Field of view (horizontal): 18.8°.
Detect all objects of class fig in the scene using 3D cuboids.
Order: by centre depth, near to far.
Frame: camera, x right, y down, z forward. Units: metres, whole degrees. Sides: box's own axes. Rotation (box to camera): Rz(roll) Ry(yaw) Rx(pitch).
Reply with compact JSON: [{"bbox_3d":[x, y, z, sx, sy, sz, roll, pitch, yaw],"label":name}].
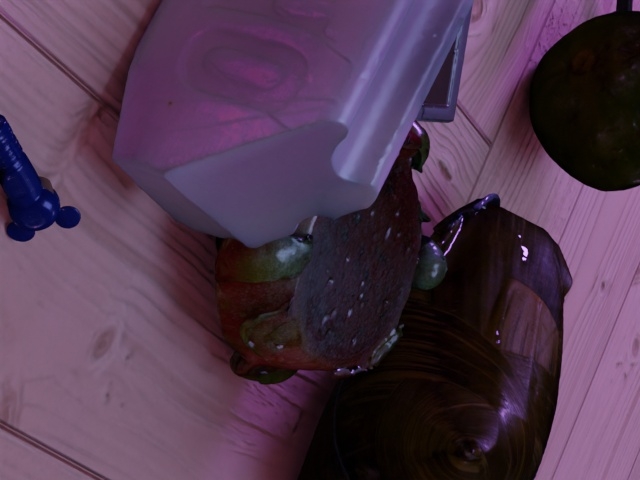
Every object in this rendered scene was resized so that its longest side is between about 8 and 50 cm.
[{"bbox_3d":[0.335,-0.146,2.079,0.245,0.195,0.195,13,93,-55],"label":"fig"}]

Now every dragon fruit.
[{"bbox_3d":[0.000,0.000,1.665,0.295,0.130,0.268,24,84,-59],"label":"dragon fruit"}]

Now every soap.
[{"bbox_3d":[-0.012,-0.169,1.489,0.347,0.208,0.115,-63,146,-15],"label":"soap"}]

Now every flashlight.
[{"bbox_3d":[-0.218,-0.050,1.384,0.035,0.057,0.121,-93,164,-49],"label":"flashlight"}]

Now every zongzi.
[{"bbox_3d":[0.148,0.098,1.763,0.403,0.207,0.432,-63,-179,-24],"label":"zongzi"}]

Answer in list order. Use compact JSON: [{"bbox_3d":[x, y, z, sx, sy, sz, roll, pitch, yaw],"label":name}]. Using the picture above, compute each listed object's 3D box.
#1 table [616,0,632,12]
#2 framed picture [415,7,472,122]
[{"bbox_3d":[0.485,-0.361,2.135,0.222,0.272,0.335,-33,132,-46],"label":"table"},{"bbox_3d":[0.064,-0.225,1.766,0.296,0.019,0.232,-1,102,-59],"label":"framed picture"}]
